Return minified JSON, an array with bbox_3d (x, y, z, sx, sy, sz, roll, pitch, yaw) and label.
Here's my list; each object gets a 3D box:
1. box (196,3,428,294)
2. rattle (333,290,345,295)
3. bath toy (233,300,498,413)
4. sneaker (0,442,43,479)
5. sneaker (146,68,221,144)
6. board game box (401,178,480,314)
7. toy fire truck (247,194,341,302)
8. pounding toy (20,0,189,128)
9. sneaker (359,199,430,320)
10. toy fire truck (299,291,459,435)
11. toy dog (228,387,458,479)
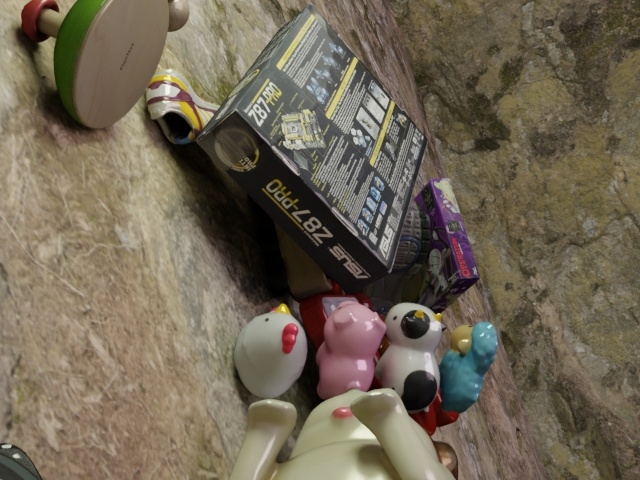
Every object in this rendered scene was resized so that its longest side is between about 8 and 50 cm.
[{"bbox_3d":[0.013,-0.154,1.286,0.318,0.097,0.395,47,35,-19],"label":"box"},{"bbox_3d":[0.017,0.005,1.553,0.142,0.130,0.200,41,59,-30],"label":"rattle"},{"bbox_3d":[0.060,0.145,1.125,0.348,0.129,0.151,7,58,-20],"label":"bath toy"},{"bbox_3d":[-0.135,0.336,0.544,0.202,0.185,0.483,-99,173,-71],"label":"sneaker"},{"bbox_3d":[-0.181,-0.160,1.182,0.185,0.069,0.084,34,46,-50],"label":"sneaker"},{"bbox_3d":[0.185,0.054,1.638,0.347,0.056,0.208,125,-38,-56],"label":"board game box"},{"bbox_3d":[0.000,0.000,1.404,0.246,0.158,0.217,54,19,-68],"label":"toy fire truck"},{"bbox_3d":[-0.256,-0.253,0.968,0.237,0.110,0.183,-60,170,-24],"label":"pounding toy"},{"bbox_3d":[0.120,0.058,1.583,0.129,0.111,0.297,-120,-135,-70],"label":"sneaker"},{"bbox_3d":[0.081,0.200,1.331,0.302,0.169,0.254,6,62,-66],"label":"toy fire truck"},{"bbox_3d":[0.054,0.339,0.942,0.395,0.284,0.408,62,17,-19],"label":"toy dog"}]
